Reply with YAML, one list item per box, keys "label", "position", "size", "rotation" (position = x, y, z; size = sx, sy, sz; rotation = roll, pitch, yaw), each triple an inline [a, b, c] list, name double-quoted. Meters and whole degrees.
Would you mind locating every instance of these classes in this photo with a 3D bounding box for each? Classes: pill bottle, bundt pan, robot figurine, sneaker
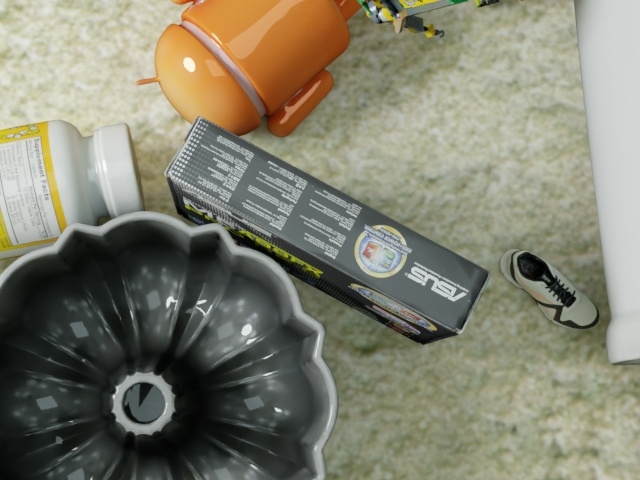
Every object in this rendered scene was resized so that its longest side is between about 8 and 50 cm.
- label: "pill bottle"
  position: [-0.269, -0.045, 1.159]
  size: [0.209, 0.117, 0.117]
  rotation: [-11, 84, -4]
- label: "bundt pan"
  position: [-0.151, 0.145, 1.140]
  size: [0.331, 0.124, 0.330]
  rotation: [0, 82, -3]
- label: "robot figurine"
  position: [-0.063, -0.185, 1.184]
  size: [0.219, 0.158, 0.128]
  rotation: [-43, 67, -7]
- label: "sneaker"
  position: [0.218, 0.047, 1.215]
  size: [0.109, 0.044, 0.040]
  rotation: [35, 80, 0]

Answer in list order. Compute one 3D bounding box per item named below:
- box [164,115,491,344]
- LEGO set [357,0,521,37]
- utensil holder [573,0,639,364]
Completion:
- label: "box"
  position: [0.000, 0.000, 1.121]
  size: [0.270, 0.216, 0.060]
  rotation: [28, 83, 0]
- label: "LEGO set"
  position: [0.073, -0.305, 1.158]
  size: [0.192, 0.331, 0.254]
  rotation: [-8, 108, 37]
- label: "utensil holder"
  position: [0.388, -0.100, 1.104]
  size: [0.328, 0.327, 0.385]
  rotation: [-5, 82, -4]
